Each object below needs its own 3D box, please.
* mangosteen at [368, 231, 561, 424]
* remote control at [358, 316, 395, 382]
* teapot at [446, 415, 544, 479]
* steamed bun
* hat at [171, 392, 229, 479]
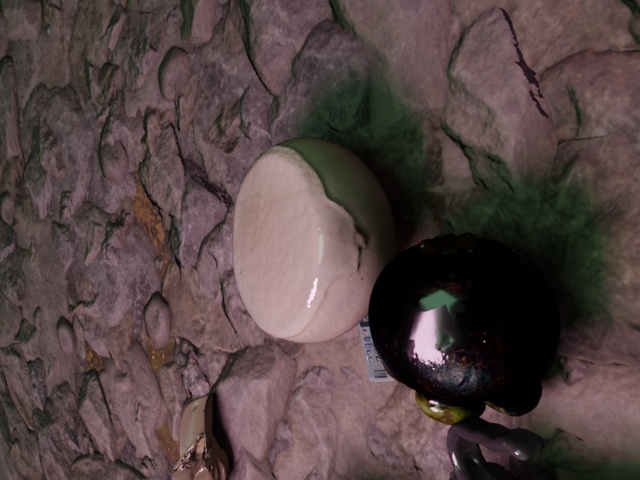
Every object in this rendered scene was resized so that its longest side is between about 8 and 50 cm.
[{"bbox_3d":[0.165,0.105,0.744,0.243,0.243,0.243,5,98,41],"label":"mangosteen"},{"bbox_3d":[0.084,0.149,0.941,0.053,0.018,0.124,-12,87,41],"label":"remote control"},{"bbox_3d":[0.193,0.350,0.682,0.305,0.223,0.285,50,171,-24],"label":"teapot"},{"bbox_3d":[0.000,0.000,0.889,0.283,0.177,0.283,-1,89,55],"label":"steamed bun"},{"bbox_3d":[-0.208,0.383,1.201,0.147,0.085,0.175,-25,55,51],"label":"hat"}]
